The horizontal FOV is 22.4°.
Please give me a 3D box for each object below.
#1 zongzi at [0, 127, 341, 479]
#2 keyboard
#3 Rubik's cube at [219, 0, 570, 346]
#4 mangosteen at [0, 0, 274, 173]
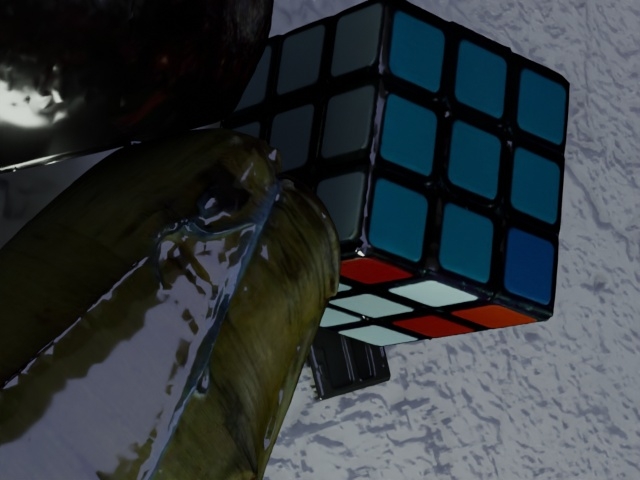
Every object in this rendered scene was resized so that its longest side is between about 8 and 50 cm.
[{"bbox_3d":[-0.065,0.152,0.850,0.323,0.160,0.360,-43,109,-20],"label":"zongzi"},{"bbox_3d":[0.000,0.000,1.059,0.067,0.011,0.202,-12,88,-39],"label":"keyboard"},{"bbox_3d":[0.039,-0.035,0.988,0.162,0.163,0.160,20,69,-37],"label":"Rubik's cube"},{"bbox_3d":[-0.131,-0.153,0.805,0.288,0.288,0.233,-10,91,-41],"label":"mangosteen"}]
